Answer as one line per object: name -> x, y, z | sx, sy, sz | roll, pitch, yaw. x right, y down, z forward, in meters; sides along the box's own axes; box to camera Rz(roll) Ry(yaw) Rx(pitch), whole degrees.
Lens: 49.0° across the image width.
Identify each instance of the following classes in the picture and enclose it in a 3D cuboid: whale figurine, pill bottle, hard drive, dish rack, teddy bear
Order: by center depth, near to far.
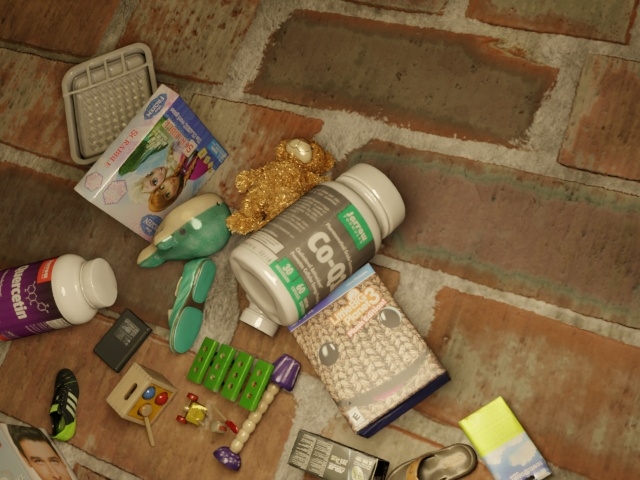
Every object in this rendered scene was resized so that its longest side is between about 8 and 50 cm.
pill bottle -> 0.000, 0.000, 1.511 | 0.361, 0.204, 0.204 | -40, 64, -22
pill bottle -> -0.099, 0.109, 1.652 | 0.124, 0.124, 0.222 | 23, 78, 21
teddy bear -> -0.093, -0.131, 1.682 | 0.245, 0.113, 0.338 | 26, 62, 41
whale figurine -> -0.328, 0.000, 1.730 | 0.272, 0.216, 0.141 | -37, 89, 25
hard drive -> -0.498, 0.251, 1.766 | 0.094, 0.022, 0.135 | 36, 83, 23
pill bottle -> -0.690, 0.139, 1.772 | 0.322, 0.181, 0.182 | -14, 68, 10
dish rack -> -0.578, -0.375, 1.985 | 0.285, 0.072, 0.333 | -18, 67, 8

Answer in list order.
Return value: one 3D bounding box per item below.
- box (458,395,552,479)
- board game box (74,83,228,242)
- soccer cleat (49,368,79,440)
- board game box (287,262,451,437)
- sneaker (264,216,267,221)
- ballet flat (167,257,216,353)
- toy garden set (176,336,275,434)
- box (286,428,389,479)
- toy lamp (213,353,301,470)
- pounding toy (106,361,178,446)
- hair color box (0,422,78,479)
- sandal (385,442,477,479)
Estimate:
box -> 0.380, 0.427, 1.452 | 0.109, 0.042, 0.178 | -33, 66, 3
board game box -> -0.400, -0.174, 1.731 | 0.066, 0.319, 0.318 | 36, 84, 23
soccer cleat -> -0.632, 0.399, 1.722 | 0.060, 0.072, 0.179 | -13, 68, 10
board game box -> 0.104, 0.243, 1.540 | 0.232, 0.141, 0.291 | -36, 66, 0
sneaker -> -0.124, -0.066, 1.768 | 0.135, 0.052, 0.058 | 26, 89, 29
ballet flat -> -0.329, 0.159, 1.732 | 0.087, 0.083, 0.247 | 2, 70, 42
toy garden set -> -0.218, 0.349, 1.601 | 0.244, 0.049, 0.204 | 13, 75, 45
box -> 0.040, 0.468, 1.474 | 0.180, 0.147, 0.078 | 16, 75, 19
toy lamp -> -0.138, 0.383, 1.593 | 0.080, 0.080, 0.275 | 32, 84, 23
pounding toy -> -0.413, 0.386, 1.647 | 0.100, 0.130, 0.141 | 32, 81, 35
hair color box -> -0.627, 0.595, 1.589 | 0.113, 0.185, 0.374 | -44, 66, -3
sandal -> 0.224, 0.490, 1.463 | 0.219, 0.060, 0.090 | -26, 66, 5
